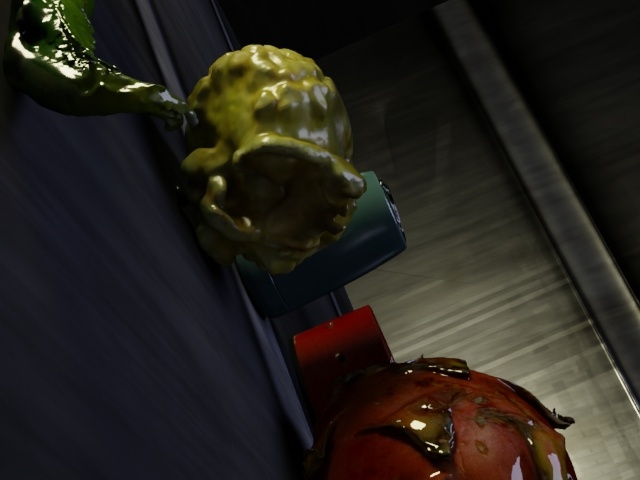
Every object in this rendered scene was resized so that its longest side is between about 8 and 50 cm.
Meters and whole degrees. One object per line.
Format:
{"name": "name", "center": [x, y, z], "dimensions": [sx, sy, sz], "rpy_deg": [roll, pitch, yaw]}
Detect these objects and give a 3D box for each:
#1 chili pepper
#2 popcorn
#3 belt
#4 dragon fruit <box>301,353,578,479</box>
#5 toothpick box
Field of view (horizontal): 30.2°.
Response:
{"name": "chili pepper", "center": [-0.155, -0.146, 0.733], "dimensions": [0.085, 0.076, 0.359], "rpy_deg": [32, 19, -32]}
{"name": "popcorn", "center": [-0.051, -0.072, 1.108], "dimensions": [0.189, 0.169, 0.218], "rpy_deg": [-100, -174, -50]}
{"name": "belt", "center": [0.069, 0.231, 1.425], "dimensions": [0.227, 0.115, 0.324], "rpy_deg": [62, 5, -46]}
{"name": "dragon fruit", "center": [0.115, 0.226, 1.062], "dimensions": [0.315, 0.250, 0.250], "rpy_deg": [11, -41, 41]}
{"name": "toothpick box", "center": [0.000, 0.000, 1.312], "dimensions": [0.120, 0.184, 0.120], "rpy_deg": [-23, 90, -88]}
